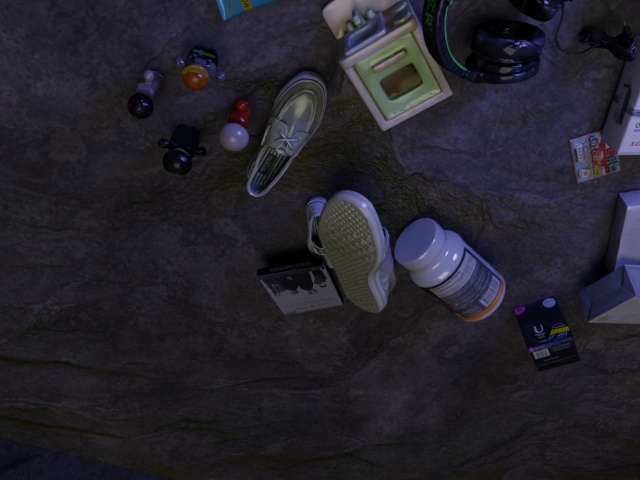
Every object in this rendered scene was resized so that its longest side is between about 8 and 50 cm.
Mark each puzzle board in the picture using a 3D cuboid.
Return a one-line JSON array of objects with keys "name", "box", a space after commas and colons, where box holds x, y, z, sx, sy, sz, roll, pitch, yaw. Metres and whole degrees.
[{"name": "puzzle board", "box": [0.620, -0.190, 1.211, 0.096, 0.011, 0.128, -19, 128, 16]}]

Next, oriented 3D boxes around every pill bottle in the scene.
[{"name": "pill bottle", "box": [0.322, 0.073, 1.347, 0.278, 0.162, 0.162, 37, 122, -27]}]

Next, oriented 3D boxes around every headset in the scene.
[{"name": "headset", "box": [0.363, -0.375, 0.919, 0.394, 0.185, 0.243, 0, 126, -30]}]

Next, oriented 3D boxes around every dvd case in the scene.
[{"name": "dvd case", "box": [-0.048, 0.129, 1.448, 0.179, 0.030, 0.239, -10, 147, 10]}]

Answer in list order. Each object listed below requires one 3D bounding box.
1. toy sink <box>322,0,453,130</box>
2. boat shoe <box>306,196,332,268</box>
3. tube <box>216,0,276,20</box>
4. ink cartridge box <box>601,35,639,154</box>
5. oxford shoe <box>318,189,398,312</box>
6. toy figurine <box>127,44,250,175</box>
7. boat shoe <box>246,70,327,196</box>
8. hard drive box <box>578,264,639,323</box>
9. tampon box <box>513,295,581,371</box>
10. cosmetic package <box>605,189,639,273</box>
[{"name": "toy sink", "box": [0.122, -0.350, 0.999, 0.152, 0.131, 0.234, -25, 126, 20]}, {"name": "boat shoe", "box": [0.000, 0.000, 1.343, 0.083, 0.076, 0.226, -9, 130, 9]}, {"name": "tube", "box": [-0.095, -0.460, 0.967, 0.207, 0.052, 0.080, -7, 121, 15]}, {"name": "ink cartridge box", "box": [0.681, -0.284, 1.070, 0.158, 0.092, 0.218, 0, 129, 1]}, {"name": "oxford shoe", "box": [0.104, 0.017, 1.282, 0.169, 0.130, 0.449, 24, 155, 28]}, {"name": "toy figurine", "box": [-0.259, -0.256, 1.075, 0.213, 0.148, 0.210, -17, 129, 16]}, {"name": "boat shoe", "box": [-0.073, -0.213, 1.145, 0.109, 0.094, 0.302, 20, 128, -16]}, {"name": "hard drive box", "box": [0.832, 0.146, 1.395, 0.232, 0.089, 0.181, 5, 150, -15]}, {"name": "tampon box", "box": [0.631, 0.260, 1.505, 0.120, 0.161, 0.101, -22, 127, 17]}, {"name": "cosmetic package", "box": [0.777, -0.016, 1.328, 0.098, 0.060, 0.239, -7, 131, 9]}]
